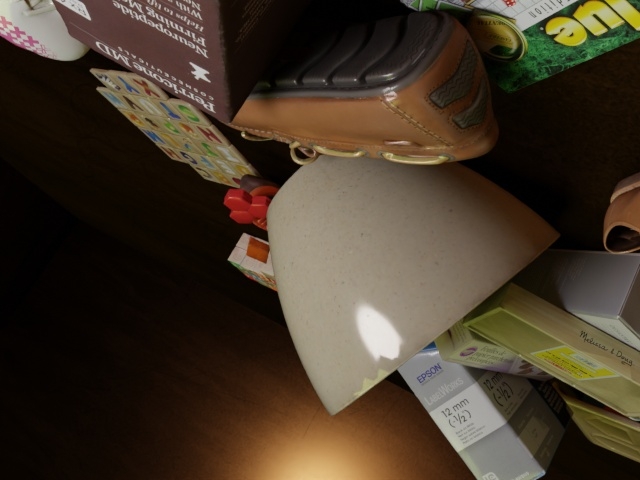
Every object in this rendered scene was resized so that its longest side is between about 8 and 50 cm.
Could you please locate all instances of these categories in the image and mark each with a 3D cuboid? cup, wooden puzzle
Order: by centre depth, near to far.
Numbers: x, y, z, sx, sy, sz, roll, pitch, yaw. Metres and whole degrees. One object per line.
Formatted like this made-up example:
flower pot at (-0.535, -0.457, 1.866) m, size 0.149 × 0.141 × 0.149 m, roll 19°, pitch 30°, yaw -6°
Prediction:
cup at (0.072, 0.010, 0.758) m, size 0.237 × 0.331 × 0.331 m, roll 52°, pitch 169°, yaw 12°
wooden puzzle at (0.682, 0.410, 1.318) m, size 0.348 × 0.080 × 0.322 m, roll 22°, pitch 164°, yaw 43°

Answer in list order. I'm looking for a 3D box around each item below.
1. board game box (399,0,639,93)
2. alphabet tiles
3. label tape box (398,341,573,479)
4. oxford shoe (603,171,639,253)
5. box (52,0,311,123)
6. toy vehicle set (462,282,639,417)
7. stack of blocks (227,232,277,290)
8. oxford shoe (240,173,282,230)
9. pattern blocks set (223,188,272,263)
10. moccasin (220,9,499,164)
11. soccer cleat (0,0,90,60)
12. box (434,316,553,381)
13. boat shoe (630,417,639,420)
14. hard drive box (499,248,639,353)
board game box at (0.164, -0.180, 0.412) m, size 0.136 × 0.030 × 0.260 m, roll 32°, pitch 165°, yaw -16°
alphabet tiles at (-0.261, -0.197, 1.185) m, size 0.285 × 0.011 × 0.342 m, roll 17°, pitch 161°, yaw 38°
label tape box at (0.266, 0.225, 1.105) m, size 0.347 × 0.115 × 0.249 m, roll 56°, pitch -150°, yaw 12°
oxford shoe at (0.308, -0.034, 0.535) m, size 0.076 × 0.076 × 0.212 m, roll 30°, pitch 164°, yaw 7°
box at (-0.098, -0.227, 0.468) m, size 0.169 × 0.167 × 0.203 m, roll 29°, pitch 165°, yaw 2°
toy vehicle set at (0.329, 0.149, 0.823) m, size 0.267 × 0.035 × 0.166 m, roll 29°, pitch 165°, yaw 3°
stack of blocks at (-0.087, 0.080, 1.624) m, size 0.297 × 0.087 × 0.171 m, roll 22°, pitch 163°, yaw 28°
oxford shoe at (-0.044, -0.043, 1.188) m, size 0.271 × 0.097 × 0.098 m, roll 38°, pitch -167°, yaw -44°
pattern blocks set at (0.000, 0.000, 1.104) m, size 0.286 × 0.026 × 0.324 m, roll -1°, pitch 150°, yaw 12°
moccasin at (0.005, -0.143, 0.627) m, size 0.380 × 0.139 × 0.147 m, roll 12°, pitch 153°, yaw 45°
soccer cleat at (-0.386, -0.335, 0.751) m, size 0.143 × 0.116 × 0.331 m, roll 17°, pitch 161°, yaw 40°
box at (0.302, 0.173, 1.034) m, size 0.324 × 0.063 × 0.067 m, roll 18°, pitch -140°, yaw -42°
boat shoe at (0.507, 0.235, 1.013) m, size 0.255 × 0.095 × 0.079 m, roll 25°, pitch 163°, yaw 22°
hard drive box at (0.352, 0.094, 0.844) m, size 0.181 × 0.089 × 0.232 m, roll 37°, pitch 164°, yaw -27°
